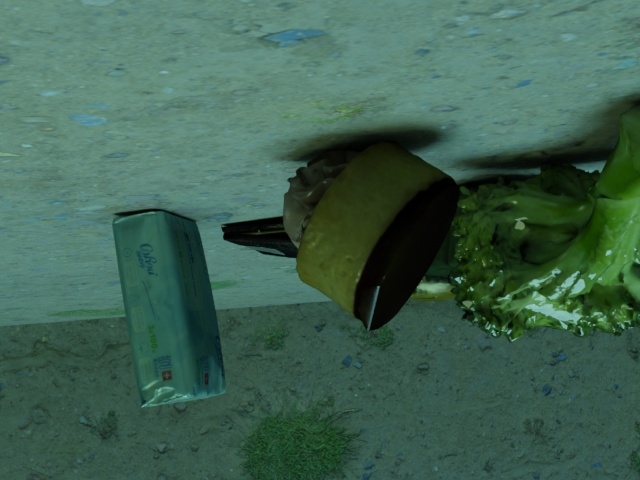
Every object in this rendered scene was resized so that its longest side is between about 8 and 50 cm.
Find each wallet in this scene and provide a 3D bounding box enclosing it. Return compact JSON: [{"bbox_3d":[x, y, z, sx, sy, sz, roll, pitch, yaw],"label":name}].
[{"bbox_3d":[0.000,0.000,1.730,0.262,0.071,0.221,0,175,16],"label":"wallet"}]

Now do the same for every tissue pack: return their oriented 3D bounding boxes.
[{"bbox_3d":[-0.209,0.097,1.534,0.089,0.263,0.177,-10,173,12],"label":"tissue pack"}]

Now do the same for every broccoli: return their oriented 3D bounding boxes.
[{"bbox_3d":[0.301,-0.012,1.265,0.353,0.275,0.397,-41,159,16],"label":"broccoli"}]

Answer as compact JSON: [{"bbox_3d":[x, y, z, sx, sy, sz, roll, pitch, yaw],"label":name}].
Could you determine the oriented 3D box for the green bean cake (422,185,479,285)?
[{"bbox_3d":[0.246,0.001,1.564,0.227,0.125,0.222,14,165,-36],"label":"green bean cake"}]

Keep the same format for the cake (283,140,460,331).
[{"bbox_3d":[0.035,-0.026,1.183,0.178,0.185,0.207,30,-157,14],"label":"cake"}]

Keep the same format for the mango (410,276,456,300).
[{"bbox_3d":[0.229,0.041,1.973,0.262,0.130,0.167,-6,177,-36],"label":"mango"}]
